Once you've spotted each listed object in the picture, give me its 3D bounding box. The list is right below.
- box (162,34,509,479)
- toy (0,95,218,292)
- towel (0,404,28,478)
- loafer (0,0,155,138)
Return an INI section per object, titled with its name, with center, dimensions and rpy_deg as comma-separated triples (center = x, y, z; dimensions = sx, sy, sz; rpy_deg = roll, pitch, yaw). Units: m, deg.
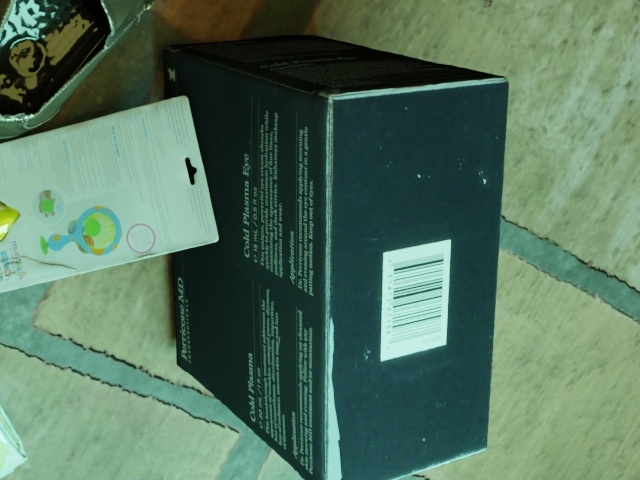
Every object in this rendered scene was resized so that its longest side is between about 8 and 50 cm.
[box]
center = 0.000, 0.000, 0.974
dimensions = 0.178, 0.312, 0.343
rpy_deg = -10, 111, -30
[toy]
center = -0.218, -0.040, 0.991
dimensions = 0.237, 0.056, 0.137
rpy_deg = -13, 89, 6
[towel]
center = -0.500, 0.162, 0.959
dimensions = 0.374, 0.090, 0.321
rpy_deg = -26, 114, -12
[loafer]
center = -0.192, -0.235, 0.930
dimensions = 0.133, 0.130, 0.366
rpy_deg = 32, 93, -28
